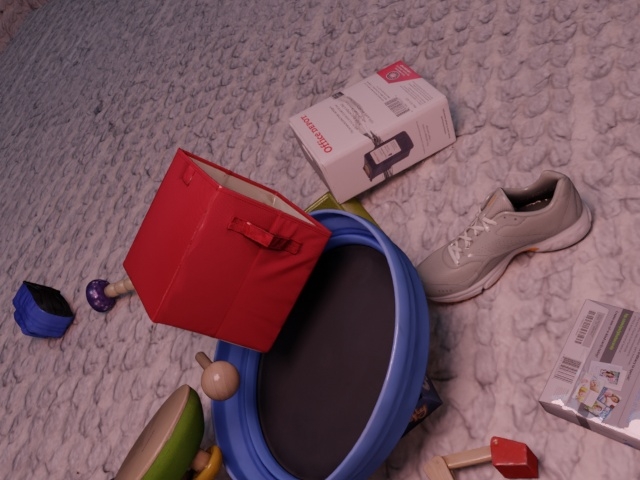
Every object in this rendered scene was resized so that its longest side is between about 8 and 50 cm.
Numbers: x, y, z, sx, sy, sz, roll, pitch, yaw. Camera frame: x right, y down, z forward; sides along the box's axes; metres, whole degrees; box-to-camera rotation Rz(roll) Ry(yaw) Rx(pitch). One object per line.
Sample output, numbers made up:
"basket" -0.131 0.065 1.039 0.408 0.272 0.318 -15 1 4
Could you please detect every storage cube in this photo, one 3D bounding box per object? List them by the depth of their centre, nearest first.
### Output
"storage cube" -0.135 0.013 0.884 0.193 0.183 0.215 -62 35 8

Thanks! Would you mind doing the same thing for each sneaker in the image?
"sneaker" 0.232 -0.014 0.885 0.262 0.121 0.099 -31 43 12

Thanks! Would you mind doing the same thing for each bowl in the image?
"bowl" -0.013 0.152 0.872 0.391 0.077 0.391 -30 49 41

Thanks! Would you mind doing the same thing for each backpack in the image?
"backpack" -0.585 0.158 1.358 0.120 0.098 0.101 34 100 38

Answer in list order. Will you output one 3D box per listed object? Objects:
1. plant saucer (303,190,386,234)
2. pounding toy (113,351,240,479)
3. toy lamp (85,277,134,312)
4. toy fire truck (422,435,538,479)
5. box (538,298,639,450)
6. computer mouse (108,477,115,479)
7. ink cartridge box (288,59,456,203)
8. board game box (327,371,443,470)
"plant saucer" 0.000 0.000 1.098 0.188 0.045 0.188 -38 43 4
"pounding toy" -0.179 0.284 0.889 0.237 0.110 0.183 -56 13 -16
"toy lamp" -0.337 0.073 1.259 0.274 0.080 0.080 -21 46 22
"toy fire truck" 0.148 0.299 0.742 0.192 0.047 0.135 -9 51 31
"box" 0.361 0.156 0.713 0.186 0.038 0.145 15 66 43
"computer mouse" -0.318 0.476 0.926 0.188 0.072 0.272 20 81 42
"ink cartridge box" 0.087 -0.193 1.124 0.237 0.100 0.172 -28 42 -4
"board game box" 0.051 0.170 0.887 0.165 0.042 0.243 -48 39 21
